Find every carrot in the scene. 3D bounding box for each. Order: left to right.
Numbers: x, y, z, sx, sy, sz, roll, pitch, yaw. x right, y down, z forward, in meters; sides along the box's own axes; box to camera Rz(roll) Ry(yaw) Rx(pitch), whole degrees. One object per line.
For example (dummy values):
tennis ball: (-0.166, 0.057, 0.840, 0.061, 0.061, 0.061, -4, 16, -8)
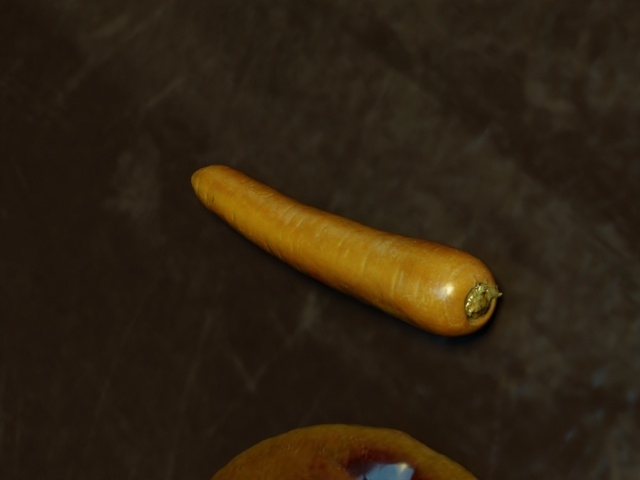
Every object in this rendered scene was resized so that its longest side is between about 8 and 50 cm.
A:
carrot: (0.000, 0.000, 0.775, 0.190, 0.037, 0.037, 22, 97, 41)

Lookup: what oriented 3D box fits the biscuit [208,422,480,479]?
biscuit: (0.007, 0.179, 0.740, 0.212, 0.036, 0.212, -6, 80, 38)
